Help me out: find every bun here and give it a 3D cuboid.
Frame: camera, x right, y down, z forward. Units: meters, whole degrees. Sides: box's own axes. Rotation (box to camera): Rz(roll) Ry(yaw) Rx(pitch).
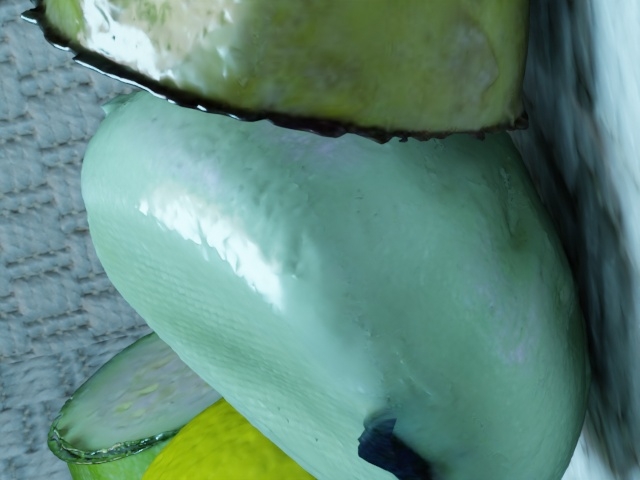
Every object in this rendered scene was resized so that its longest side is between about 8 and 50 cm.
[{"bbox_3d":[0.026,0.007,0.939,0.283,0.179,0.283,41,164,14],"label":"bun"}]

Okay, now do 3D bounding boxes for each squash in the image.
[{"bbox_3d":[-0.047,0.257,1.686,0.263,0.263,0.384,-115,1,-70],"label":"squash"}]

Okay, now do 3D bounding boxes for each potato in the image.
[{"bbox_3d":[-0.009,-0.196,0.808,0.229,0.229,0.266,-112,24,-62],"label":"potato"}]

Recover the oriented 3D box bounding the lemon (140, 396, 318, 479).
[{"bbox_3d":[0.001,0.215,1.262,0.293,0.293,0.293,166,90,-86],"label":"lemon"}]
